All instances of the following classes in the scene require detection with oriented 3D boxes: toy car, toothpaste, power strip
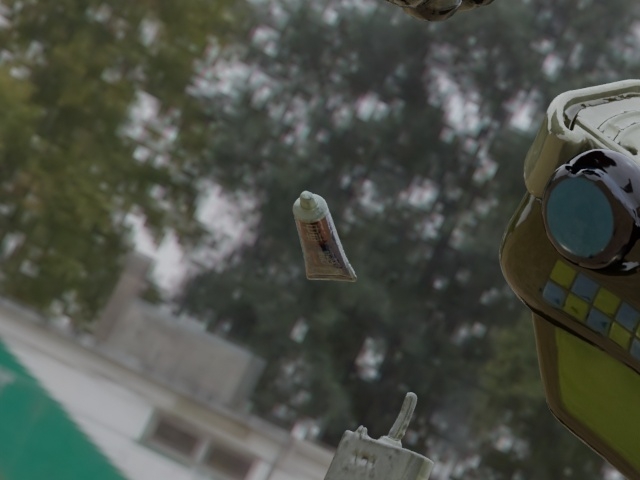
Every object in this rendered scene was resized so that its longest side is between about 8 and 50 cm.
[{"bbox_3d":[0.203,0.047,0.962,0.204,0.198,0.248,-15,46,-44],"label":"toy car"},{"bbox_3d":[0.000,0.000,1.208,0.037,0.021,0.140,2,-25,9],"label":"toothpaste"},{"bbox_3d":[0.014,0.233,1.292,0.034,0.268,0.092,30,-12,-30],"label":"power strip"}]

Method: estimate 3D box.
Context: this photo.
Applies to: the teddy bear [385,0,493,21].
[{"bbox_3d":[0.072,-0.189,0.879,0.251,0.171,0.144,104,-39,-81],"label":"teddy bear"}]
